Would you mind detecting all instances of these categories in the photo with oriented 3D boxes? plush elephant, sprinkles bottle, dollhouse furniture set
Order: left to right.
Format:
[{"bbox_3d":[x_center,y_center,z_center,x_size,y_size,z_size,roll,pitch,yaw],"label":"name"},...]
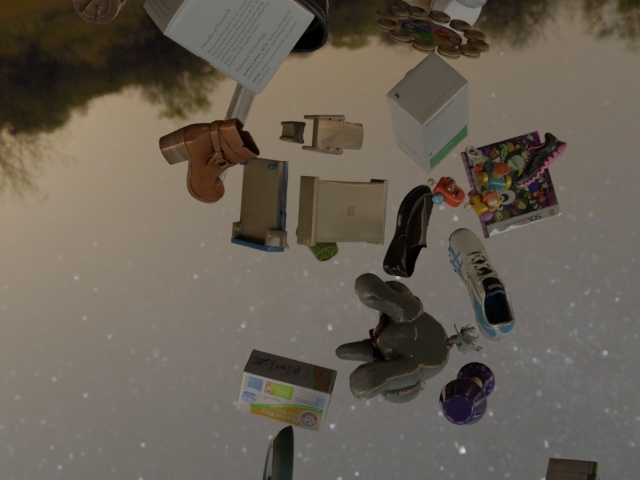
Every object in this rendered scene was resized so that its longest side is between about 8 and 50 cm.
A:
[{"bbox_3d":[-0.033,-0.120,1.926,0.198,0.287,0.303,-1,-173,-41],"label":"dollhouse furniture set"},{"bbox_3d":[0.158,0.239,2.034,0.329,0.272,0.255,7,160,-28],"label":"plush elephant"},{"bbox_3d":[0.244,-0.640,2.248,0.121,0.121,0.355,-22,-132,-24],"label":"sprinkles bottle"}]

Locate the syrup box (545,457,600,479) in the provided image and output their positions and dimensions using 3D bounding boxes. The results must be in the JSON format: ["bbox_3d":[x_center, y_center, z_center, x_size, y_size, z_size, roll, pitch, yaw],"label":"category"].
[{"bbox_3d":[0.454,0.526,1.672,0.096,0.093,0.237,-1,-139,25],"label":"syrup box"}]

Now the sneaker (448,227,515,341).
[{"bbox_3d":[0.317,0.076,1.752,0.085,0.237,0.086,-10,157,-22],"label":"sneaker"}]

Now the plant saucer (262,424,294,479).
[{"bbox_3d":[-0.099,0.548,1.912,0.043,0.318,0.317,7,-167,-5],"label":"plant saucer"}]

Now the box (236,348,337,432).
[{"bbox_3d":[-0.075,0.342,2.067,0.203,0.114,0.103,13,-155,4],"label":"box"}]

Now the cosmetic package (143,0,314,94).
[{"bbox_3d":[-0.141,-0.348,1.375,0.151,0.183,0.151,-53,-145,11],"label":"cosmetic package"}]

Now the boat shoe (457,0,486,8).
[{"bbox_3d":[0.245,-0.627,2.030,0.105,0.306,0.113,-7,-127,63],"label":"boat shoe"}]

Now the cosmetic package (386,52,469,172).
[{"bbox_3d":[0.325,-0.373,2.703,0.197,0.155,0.365,-44,162,-4],"label":"cosmetic package"}]

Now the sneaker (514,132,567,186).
[{"bbox_3d":[0.395,-0.151,1.673,0.119,0.057,0.047,-47,-176,24],"label":"sneaker"}]

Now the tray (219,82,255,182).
[{"bbox_3d":[-0.187,-0.268,1.988,0.030,0.270,0.145,17,-154,-15],"label":"tray"}]

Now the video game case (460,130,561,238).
[{"bbox_3d":[0.489,-0.144,2.332,0.210,0.232,0.042,-16,-179,-11],"label":"video game case"}]

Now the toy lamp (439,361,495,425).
[{"bbox_3d":[0.248,0.257,1.529,0.080,0.080,0.274,-13,179,14],"label":"toy lamp"}]

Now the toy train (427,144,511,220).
[{"bbox_3d":[0.266,-0.105,1.563,0.166,0.125,0.046,-49,176,-37],"label":"toy train"}]

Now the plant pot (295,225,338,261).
[{"bbox_3d":[0.000,0.000,1.935,0.083,0.083,0.079,-20,-121,-13],"label":"plant pot"}]

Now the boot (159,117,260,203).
[{"bbox_3d":[-0.175,-0.139,1.610,0.152,0.197,0.073,-13,-121,18],"label":"boot"}]

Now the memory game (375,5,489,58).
[{"bbox_3d":[0.175,-0.327,1.417,0.186,0.012,0.186,10,-147,-7],"label":"memory game"}]

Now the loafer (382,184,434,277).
[{"bbox_3d":[0.211,-0.014,2.005,0.080,0.220,0.078,0,-157,-43],"label":"loafer"}]

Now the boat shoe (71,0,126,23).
[{"bbox_3d":[-0.397,-0.561,1.584,0.123,0.342,0.123,4,-146,19],"label":"boat shoe"}]

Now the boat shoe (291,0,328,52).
[{"bbox_3d":[-0.189,-0.510,1.878,0.500,0.187,0.156,12,-140,-31],"label":"boat shoe"}]
